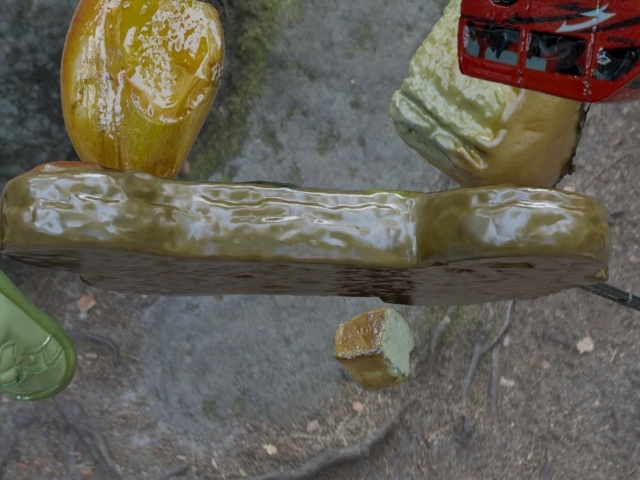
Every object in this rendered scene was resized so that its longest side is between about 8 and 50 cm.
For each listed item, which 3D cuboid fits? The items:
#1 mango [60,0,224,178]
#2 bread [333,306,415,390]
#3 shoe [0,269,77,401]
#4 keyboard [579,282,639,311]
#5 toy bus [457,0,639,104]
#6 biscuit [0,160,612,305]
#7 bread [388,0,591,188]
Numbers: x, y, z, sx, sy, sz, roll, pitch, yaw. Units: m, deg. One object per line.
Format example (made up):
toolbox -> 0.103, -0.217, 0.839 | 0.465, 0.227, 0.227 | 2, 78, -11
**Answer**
mango -> -0.223, -0.175, 0.960 | 0.187, 0.138, 0.256 | 18, 91, -9
bread -> 0.064, 0.127, 0.950 | 0.070, 0.083, 0.076 | -15, 43, 28
shoe -> -0.412, 0.121, 0.967 | 0.140, 0.262, 0.128 | -1, 44, 21
keyboard -> 0.300, 0.048, 0.921 | 0.106, 0.262, 0.016 | 22, 93, 48
toy bus -> 0.187, -0.140, 0.541 | 0.081, 0.089, 0.195 | -10, 24, -41
biscuit -> 0.000, 0.000, 0.613 | 0.394, 0.368, 0.076 | 1, 82, 0
bread -> 0.197, -0.136, 0.935 | 0.163, 0.262, 0.204 | -40, 60, -21
